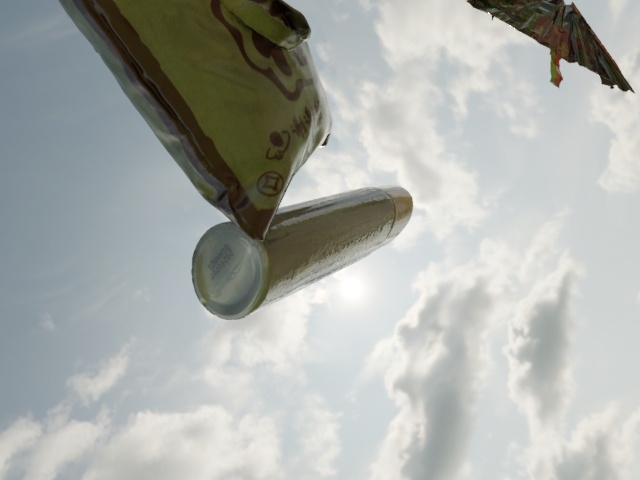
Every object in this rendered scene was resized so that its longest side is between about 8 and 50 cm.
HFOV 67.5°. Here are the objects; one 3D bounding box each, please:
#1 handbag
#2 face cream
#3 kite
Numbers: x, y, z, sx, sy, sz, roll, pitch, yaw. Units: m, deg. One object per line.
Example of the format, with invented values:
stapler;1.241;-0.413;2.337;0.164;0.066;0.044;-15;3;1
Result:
handbag;-0.070;-0.139;0.349;0.235;0.127;0.213;61;-150;-21
face cream;0.000;0.000;0.473;0.269;0.107;0.073;-19;-107;-54
kite;0.284;-0.254;0.592;0.241;0.014;0.183;22;-120;-9
